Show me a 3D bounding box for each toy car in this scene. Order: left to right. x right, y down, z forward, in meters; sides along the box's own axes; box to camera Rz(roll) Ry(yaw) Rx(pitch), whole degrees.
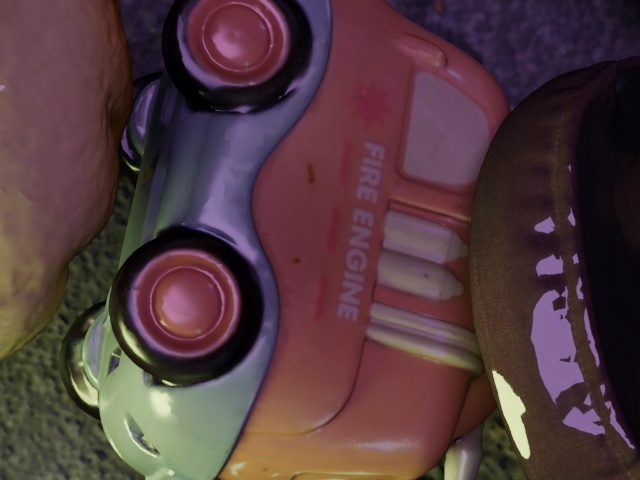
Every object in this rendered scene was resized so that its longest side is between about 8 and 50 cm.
[{"bbox_3d":[0.000,0.000,0.906,0.212,0.180,0.270,13,75,-13],"label":"toy car"}]

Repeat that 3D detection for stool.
[{"bbox_3d":[0.213,0.028,0.849,0.272,0.178,0.272,24,57,-42],"label":"stool"}]

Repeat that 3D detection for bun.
[{"bbox_3d":[-0.191,-0.047,0.870,0.165,0.299,0.299,16,69,-42],"label":"bun"}]
